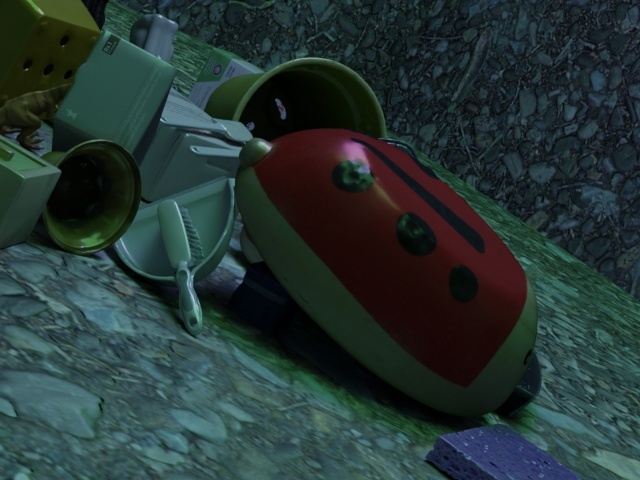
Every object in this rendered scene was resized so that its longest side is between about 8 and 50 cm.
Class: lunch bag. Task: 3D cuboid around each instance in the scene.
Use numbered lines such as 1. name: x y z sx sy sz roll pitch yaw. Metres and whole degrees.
1. lunch bag: -0.056 0.060 1.481 0.067 0.065 0.098 31 12 11

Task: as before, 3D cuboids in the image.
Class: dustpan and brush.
1. dustpan and brush: -0.149 0.021 1.369 0.060 0.147 0.211 65 6 -59

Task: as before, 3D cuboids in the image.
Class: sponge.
1. sponge: 0.203 0.248 1.375 0.117 0.031 0.210 34 11 24

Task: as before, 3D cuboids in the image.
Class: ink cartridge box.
1. ink cartridge box: -0.241 -0.152 1.842 0.273 0.114 0.198 38 14 34
2. ink cartridge box: -0.144 -0.255 2.465 0.212 0.154 0.093 33 11 17

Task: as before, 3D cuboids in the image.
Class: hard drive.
1. hard drive: 0.219 0.162 1.746 0.172 0.054 0.255 30 11 4

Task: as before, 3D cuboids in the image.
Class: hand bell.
1. hand bell: -0.323 -0.077 1.418 0.242 0.126 0.126 21 3 41

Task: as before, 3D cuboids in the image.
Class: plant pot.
1. plant pot: -0.073 -0.173 2.095 0.276 0.276 0.254 23 1 -30
2. plant pot: -0.425 -0.276 1.700 0.187 0.212 0.212 36 12 21

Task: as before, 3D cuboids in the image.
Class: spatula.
1. spatula: -0.112 -0.116 1.719 0.168 0.019 0.242 47 19 17

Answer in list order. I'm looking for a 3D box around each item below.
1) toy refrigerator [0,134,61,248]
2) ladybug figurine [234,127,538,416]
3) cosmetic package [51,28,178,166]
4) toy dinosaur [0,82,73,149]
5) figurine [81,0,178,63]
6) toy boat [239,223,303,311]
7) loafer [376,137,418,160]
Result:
1. toy refrigerator: -0.402 -0.100 1.255 0.270 0.094 0.102 31 11 5
2. ladybug figurine: 0.094 0.020 1.490 0.449 0.162 0.305 38 29 -20
3. cosmetic package: -0.249 -0.137 1.497 0.107 0.127 0.238 28 -16 -8
4. toy dinosaur: -0.388 -0.159 1.603 0.212 0.112 0.064 -26 70 -27
5. figurine: -0.334 -0.277 2.038 0.215 0.209 0.092 22 -24 -33
6. toy boat: 0.000 0.000 1.671 0.151 0.151 0.231 20 14 -41
7. loafer: 0.016 -0.088 1.939 0.084 0.268 0.096 143 -73 -84
